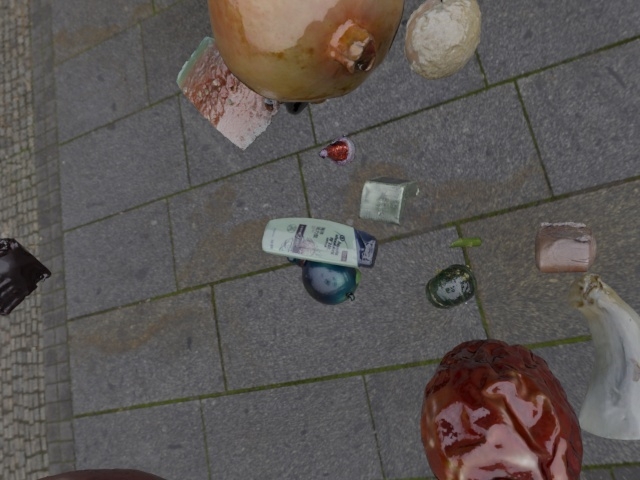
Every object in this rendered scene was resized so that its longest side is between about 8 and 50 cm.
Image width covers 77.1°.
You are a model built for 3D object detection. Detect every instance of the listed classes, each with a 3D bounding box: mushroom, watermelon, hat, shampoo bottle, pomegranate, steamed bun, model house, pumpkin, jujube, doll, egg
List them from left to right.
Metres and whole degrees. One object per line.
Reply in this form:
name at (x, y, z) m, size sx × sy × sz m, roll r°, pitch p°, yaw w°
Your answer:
model house at (-0.518, 0.045, 0.561) m, size 0.164 × 0.203 × 0.141 m, roll -30°, pitch 41°, yaw 4°
watermelon at (-0.175, -0.300, 0.823) m, size 0.193 × 0.140 × 0.256 m, roll -38°, pitch 53°, yaw 20°
pomegranate at (-0.012, -0.291, 0.517) m, size 0.270 × 0.252 × 0.228 m, roll 46°, pitch 133°, yaw 32°
shampoo bottle at (0.000, 0.000, 1.262) m, size 0.360 × 0.078 × 0.134 m, roll 8°, pitch 75°, yaw 19°
doll at (0.008, 0.099, 1.392) m, size 0.186 × 0.198 × 0.322 m, roll -29°, pitch 51°, yaw -29°
hat at (0.051, -0.377, 1.716) m, size 0.140 × 0.228 × 0.128 m, roll 0°, pitch 103°, yaw 34°
egg at (0.427, -0.716, 1.405) m, size 0.279 × 0.279 × 0.310 m, roll 35°, pitch 93°, yaw 21°
pumpkin at (0.467, 0.165, 1.436) m, size 0.191 × 0.190 × 0.146 m, roll -21°, pitch 88°, yaw 16°
jujube at (0.207, 0.211, 0.475) m, size 0.174 × 0.250 × 0.173 m, roll 4°, pitch 101°, yaw 23°
steamed bun at (0.660, 0.011, 1.087) m, size 0.145 × 0.175 × 0.106 m, roll -3°, pitch 122°, yaw 29°
mushroom at (0.718, 0.279, 0.988) m, size 0.178 × 0.126 × 0.395 m, roll -6°, pitch 80°, yaw 43°

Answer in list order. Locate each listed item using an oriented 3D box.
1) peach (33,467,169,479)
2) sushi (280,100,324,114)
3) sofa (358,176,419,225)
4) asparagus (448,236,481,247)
peach at (-0.227, 0.426, 0.394) m, size 0.406 × 0.310 × 0.334 m, roll 32°, pitch 64°, yaw -12°
sushi at (-0.032, -0.427, 0.985) m, size 0.200 × 0.204 × 0.212 m, roll -13°, pitch 100°, yaw -22°
sofa at (0.307, -0.182, 1.789) m, size 0.211 × 0.225 × 0.175 m, roll 12°, pitch 109°, yaw 25°
asparagus at (0.604, 0.009, 1.690) m, size 0.041 × 0.179 × 0.045 m, roll -1°, pitch 92°, yaw 62°
